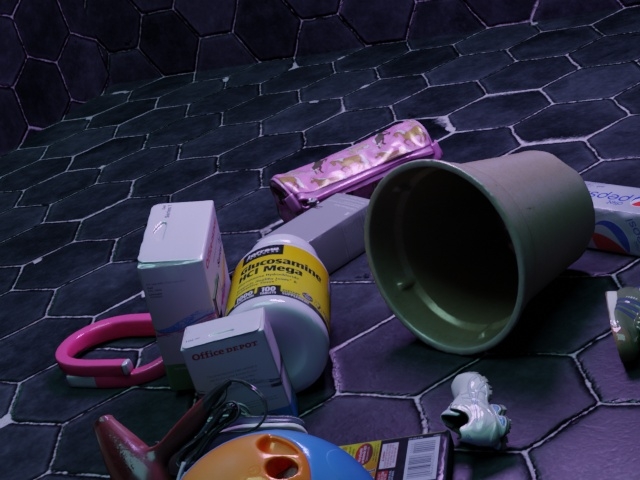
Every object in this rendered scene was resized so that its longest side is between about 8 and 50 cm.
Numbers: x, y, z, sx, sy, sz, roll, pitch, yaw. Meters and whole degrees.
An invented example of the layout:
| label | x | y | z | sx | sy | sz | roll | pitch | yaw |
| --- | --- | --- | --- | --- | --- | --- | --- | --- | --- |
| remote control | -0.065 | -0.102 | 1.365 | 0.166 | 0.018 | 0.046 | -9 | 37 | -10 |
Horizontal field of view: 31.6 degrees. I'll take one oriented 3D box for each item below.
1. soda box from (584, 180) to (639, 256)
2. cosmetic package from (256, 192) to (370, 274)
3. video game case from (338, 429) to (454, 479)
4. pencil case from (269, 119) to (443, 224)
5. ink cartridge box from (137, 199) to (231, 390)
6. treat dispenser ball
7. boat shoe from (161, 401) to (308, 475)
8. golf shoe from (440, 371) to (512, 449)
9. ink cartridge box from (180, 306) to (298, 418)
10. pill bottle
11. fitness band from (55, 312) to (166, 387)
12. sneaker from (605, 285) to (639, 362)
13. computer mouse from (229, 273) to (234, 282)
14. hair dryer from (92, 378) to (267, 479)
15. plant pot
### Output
| label | x | y | z | sx | sy | sz | roll | pitch | yaw |
| --- | --- | --- | --- | --- | --- | --- | --- | --- | --- |
| soda box | 0.549 | -0.038 | 2.046 | 0.098 | 0.091 | 0.286 | -31 | 27 | -32 |
| cosmetic package | 0.000 | 0.000 | 2.347 | 0.238 | 0.107 | 0.127 | -30 | 29 | -34 |
| video game case | 0.054 | 0.371 | 1.555 | 0.248 | 0.035 | 0.275 | -11 | 25 | 15 |
| pencil case | 0.082 | -0.143 | 2.542 | 0.386 | 0.160 | 0.167 | -24 | 53 | -17 |
| ink cartridge box | -0.231 | 0.095 | 2.021 | 0.117 | 0.278 | 0.201 | -6 | 33 | 5 |
| treat dispenser ball | -0.051 | 0.366 | 1.313 | 0.288 | 0.288 | 0.288 | -15 | 23 | 7 |
| boat shoe | -0.135 | 0.307 | 1.769 | 0.254 | 0.095 | 0.079 | -18 | 32 | 22 |
| golf shoe | 0.212 | 0.243 | 1.656 | 0.086 | 0.069 | 0.176 | 1 | 18 | -14 |
| ink cartridge box | -0.128 | 0.220 | 1.826 | 0.139 | 0.191 | 0.082 | -14 | 23 | 7 |
| pill bottle | -0.074 | 0.118 | 2.020 | 0.188 | 0.188 | 0.334 | -15 | 23 | 7 |
| fitness band | -0.384 | 0.210 | 2.212 | 0.291 | 0.054 | 0.209 | -3 | 27 | 29 |
| sneaker | 0.496 | 0.120 | 1.759 | 0.086 | 0.064 | 0.192 | -16 | 19 | 16 |
| computer mouse | -0.165 | 0.103 | 2.327 | 0.071 | 0.041 | 0.242 | -19 | 14 | -25 |
| hair dryer | -0.223 | 0.318 | 1.719 | 0.293 | 0.080 | 0.223 | 4 | 64 | 23 |
| plant pot | 0.300 | -0.012 | 1.940 | 0.305 | 0.334 | 0.334 | -22 | 20 | -41 |
